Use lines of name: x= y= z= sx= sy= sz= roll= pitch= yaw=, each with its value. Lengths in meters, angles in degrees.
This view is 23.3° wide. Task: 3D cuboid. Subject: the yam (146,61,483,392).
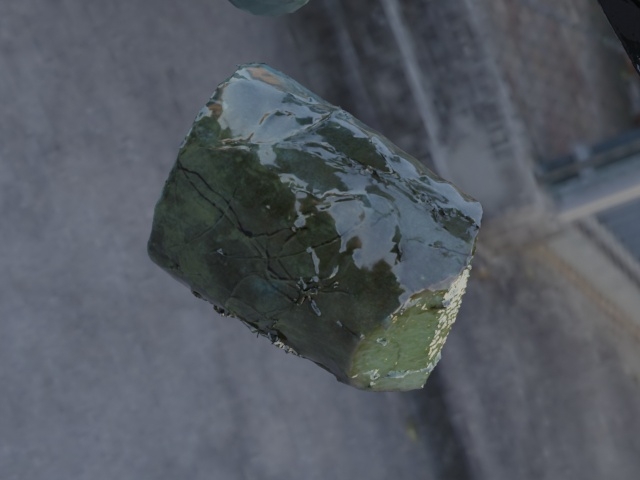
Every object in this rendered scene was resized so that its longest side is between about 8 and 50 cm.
yam: x=-0.002 y=0.002 z=1.320 sx=0.201 sy=0.271 sz=0.202 roll=-57 pitch=166 yaw=-27

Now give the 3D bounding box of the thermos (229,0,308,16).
thermos: x=-0.038 y=-0.387 z=1.779 sx=0.182 sy=0.145 sz=0.286 roll=60 pitch=-23 yaw=7

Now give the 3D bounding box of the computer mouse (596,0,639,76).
computer mouse: x=0.266 y=-0.177 z=1.202 sx=0.192 sy=0.062 sz=0.106 roll=58 pitch=34 yaw=0
